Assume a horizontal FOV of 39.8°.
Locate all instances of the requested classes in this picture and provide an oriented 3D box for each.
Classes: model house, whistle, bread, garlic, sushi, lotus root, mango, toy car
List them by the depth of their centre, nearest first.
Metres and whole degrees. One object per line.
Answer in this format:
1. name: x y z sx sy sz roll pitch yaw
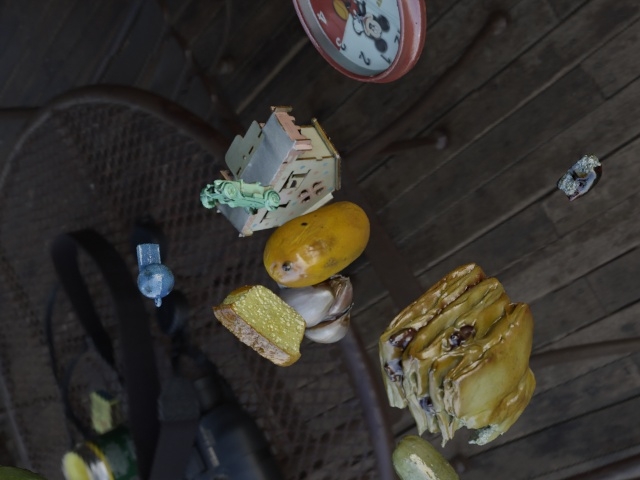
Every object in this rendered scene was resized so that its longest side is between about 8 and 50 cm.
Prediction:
1. sushi: 0.422 -0.098 1.421 0.046 0.044 0.083 57 139 20
2. toy car: -0.141 -0.080 1.565 0.073 0.143 0.054 -12 75 42
3. lotus root: 0.200 0.427 1.573 0.183 0.090 0.077 52 130 4
4. bread: -0.106 0.151 1.638 0.187 0.103 0.065 41 139 -13
5. bread: 0.295 0.258 1.725 0.192 0.314 0.369 17 138 48
6. mango: 0.004 -0.001 1.919 0.187 0.359 0.143 -3 109 34
7. whistle: -0.378 0.074 2.018 0.090 0.090 0.157 -25 69 47
8. model house: -0.071 -0.166 2.020 0.169 0.244 0.326 57 133 27
9. garlic: -0.021 0.133 2.043 0.191 0.160 0.213 -12 80 60

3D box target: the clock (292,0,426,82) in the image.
1. clock: 0.063 -0.417 1.494 0.318 0.080 0.318 39 147 32

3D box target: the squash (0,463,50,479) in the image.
1. squash: -0.611 0.639 1.828 0.309 0.310 0.310 -1 102 45
